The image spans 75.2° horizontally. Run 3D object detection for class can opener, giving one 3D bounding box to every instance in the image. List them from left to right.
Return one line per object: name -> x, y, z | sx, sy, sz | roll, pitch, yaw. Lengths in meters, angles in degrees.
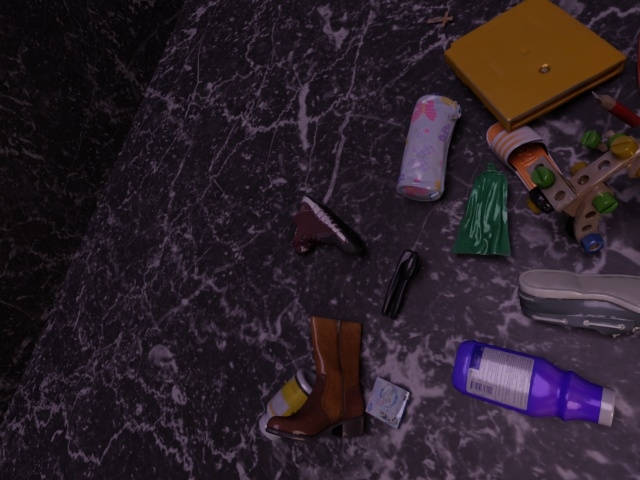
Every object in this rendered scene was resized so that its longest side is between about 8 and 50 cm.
can opener -> 0.200, 0.110, 1.058 | 0.059, 0.073, 0.186 | 27, 98, 29

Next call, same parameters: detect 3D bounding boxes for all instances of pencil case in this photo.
pencil case -> 0.285, -0.240, 1.093 | 0.123, 0.113, 0.274 | 13, 80, 15

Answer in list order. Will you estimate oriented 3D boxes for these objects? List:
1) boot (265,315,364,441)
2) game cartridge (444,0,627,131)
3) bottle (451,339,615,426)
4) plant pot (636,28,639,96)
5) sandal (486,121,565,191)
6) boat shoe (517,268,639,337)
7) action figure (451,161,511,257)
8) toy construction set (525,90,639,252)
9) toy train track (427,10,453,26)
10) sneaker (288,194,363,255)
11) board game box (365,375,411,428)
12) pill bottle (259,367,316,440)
boot -> -0.005, 0.322, 0.997 | 0.096, 0.263, 0.281 | 144, 129, -60
game cartridge -> 0.505, -0.448, 1.027 | 0.285, 0.053, 0.324 | -27, 55, 8
bottle -> 0.415, 0.287, 0.830 | 0.282, 0.092, 0.118 | 7, 78, 34
plant pot -> 0.770, -0.360, 0.745 | 0.264, 0.272, 0.273 | -4, 71, 23
sandal -> 0.485, -0.201, 0.969 | 0.101, 0.076, 0.266 | -35, 58, 18
boat shoe -> 0.559, 0.131, 0.812 | 0.318, 0.116, 0.099 | 7, 120, 28
action figure -> 0.398, -0.076, 0.990 | 0.137, 0.063, 0.233 | 5, 80, 36
toy construction set -> 0.526, -0.149, 0.789 | 0.257, 0.237, 0.309 | -30, 44, 59
toy train track -> 0.363, -0.663, 1.255 | 0.083, 0.014, 0.048 | 18, 91, 42
sneaker -> 0.000, 0.000, 1.210 | 0.163, 0.106, 0.281 | -54, 44, 12
board game box -> 0.163, 0.389, 1.002 | 0.089, 0.020, 0.090 | 17, 83, 35
pill bottle -> -0.075, 0.433, 1.089 | 0.184, 0.103, 0.103 | -49, 54, 9
